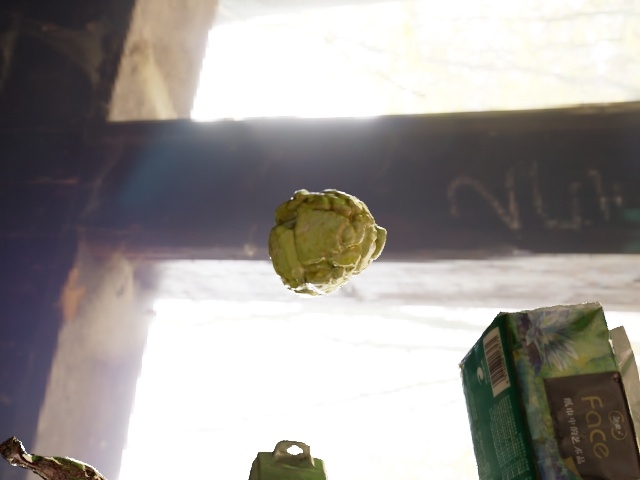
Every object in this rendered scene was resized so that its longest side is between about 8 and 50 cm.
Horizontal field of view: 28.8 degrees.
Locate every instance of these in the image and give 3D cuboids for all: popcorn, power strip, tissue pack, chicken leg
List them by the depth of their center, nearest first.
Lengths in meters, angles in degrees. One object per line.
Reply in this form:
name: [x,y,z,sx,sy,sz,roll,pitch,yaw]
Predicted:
tissue pack: [0.116,0.094,0.575,0.085,0.079,0.111,111,152,-66]
chicken leg: [-0.154,0.179,0.824,0.145,0.037,0.062,49,-164,-5]
power strip: [-0.049,0.318,1.230,0.052,0.078,0.272,-99,19,-60]
popcorn: [0.000,0.000,1.291,0.116,0.121,0.106,-35,-100,-37]
